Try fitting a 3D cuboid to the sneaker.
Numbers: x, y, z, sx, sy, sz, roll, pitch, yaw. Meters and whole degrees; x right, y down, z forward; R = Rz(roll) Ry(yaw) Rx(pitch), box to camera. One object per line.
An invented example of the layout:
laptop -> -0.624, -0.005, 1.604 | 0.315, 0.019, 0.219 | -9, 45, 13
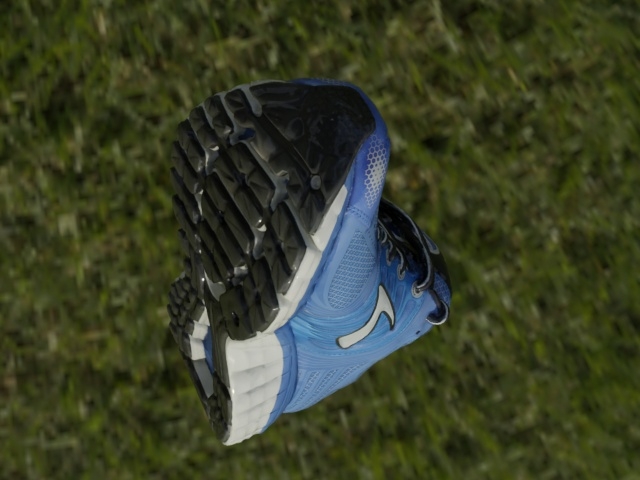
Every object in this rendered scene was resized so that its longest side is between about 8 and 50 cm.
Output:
sneaker -> 0.000, 0.000, 1.102 | 0.147, 0.129, 0.330 | -20, 159, -17
